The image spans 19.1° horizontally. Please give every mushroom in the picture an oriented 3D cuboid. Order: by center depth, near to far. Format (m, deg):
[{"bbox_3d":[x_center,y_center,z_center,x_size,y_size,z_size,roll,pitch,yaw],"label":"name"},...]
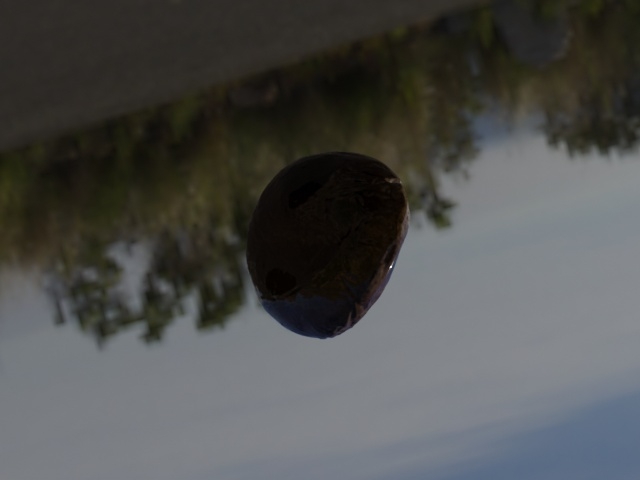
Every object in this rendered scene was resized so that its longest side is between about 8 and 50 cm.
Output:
[{"bbox_3d":[0.000,0.000,1.135,0.052,0.123,0.123,20,157,-38],"label":"mushroom"}]
